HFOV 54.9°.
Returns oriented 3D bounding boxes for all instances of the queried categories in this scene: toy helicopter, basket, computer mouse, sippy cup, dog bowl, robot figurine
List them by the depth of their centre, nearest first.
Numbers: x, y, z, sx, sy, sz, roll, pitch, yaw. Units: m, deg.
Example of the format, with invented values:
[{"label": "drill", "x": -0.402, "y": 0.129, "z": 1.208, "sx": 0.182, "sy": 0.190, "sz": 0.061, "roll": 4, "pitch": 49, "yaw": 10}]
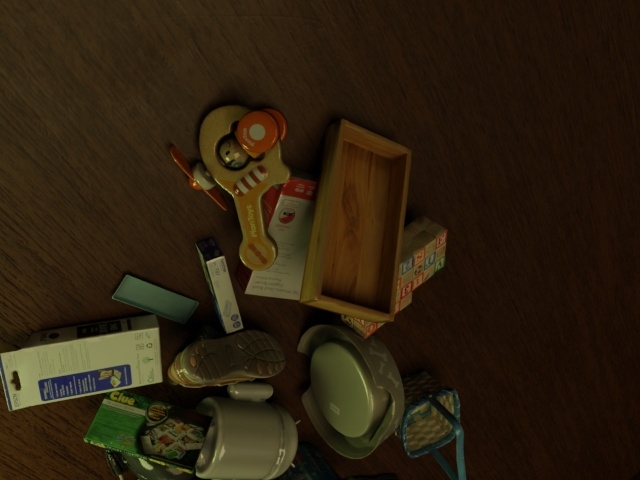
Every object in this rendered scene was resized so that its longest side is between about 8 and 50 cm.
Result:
[{"label": "toy helicopter", "x": -0.172, "y": -0.104, "z": 1.298, "sx": 0.235, "sy": 0.140, "sz": 0.355, "roll": -7, "pitch": 104, "yaw": 7}, {"label": "computer mouse", "x": -0.425, "y": 0.536, "z": 1.475, "sx": 0.072, "sy": 0.272, "sz": 0.188, "roll": -50, "pitch": 139, "yaw": -52}, {"label": "dog bowl", "x": 0.076, "y": 0.374, "z": 1.589, "sx": 0.102, "sy": 0.349, "sz": 0.348, "roll": -12, "pitch": 122, "yaw": -35}, {"label": "robot figurine", "x": -0.206, "y": 0.514, "z": 1.599, "sx": 0.354, "sy": 0.200, "sz": 0.299, "roll": 17, "pitch": 84, "yaw": -32}, {"label": "sippy cup", "x": -0.039, "y": 0.721, "z": 1.783, "sx": 0.240, "sy": 0.224, "sz": 0.305, "roll": -36, "pitch": 126, "yaw": -4}, {"label": "basket", "x": 0.335, "y": 0.555, "z": 1.836, "sx": 0.201, "sy": 0.289, "sz": 0.254, "roll": -21, "pitch": 121, "yaw": -21}]

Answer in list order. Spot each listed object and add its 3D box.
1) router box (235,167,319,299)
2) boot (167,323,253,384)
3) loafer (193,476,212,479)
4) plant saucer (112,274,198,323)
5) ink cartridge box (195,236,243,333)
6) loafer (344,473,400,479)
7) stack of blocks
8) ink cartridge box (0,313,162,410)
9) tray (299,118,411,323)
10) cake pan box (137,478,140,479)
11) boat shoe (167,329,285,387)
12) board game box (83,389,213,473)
[{"label": "router box", "x": 0.000, "y": 0.000, "z": 1.491, "sx": 0.336, "sy": 0.082, "sz": 0.301, "roll": 9, "pitch": 112, "yaw": -31}, {"label": "boot", "x": -0.254, "y": 0.312, "z": 1.553, "sx": 0.189, "sy": 0.076, "sz": 0.208, "roll": -49, "pitch": 133, "yaw": 8}, {"label": "loafer", "x": -0.327, "y": 0.663, "z": 1.625, "sx": 0.080, "sy": 0.220, "sz": 0.078, "roll": -38, "pitch": 98, "yaw": -14}, {"label": "plant saucer", "x": -0.377, "y": 0.135, "z": 1.417, "sx": 0.192, "sy": 0.018, "sz": 0.067, "roll": 28, "pitch": 102, "yaw": -34}, {"label": "ink cartridge box", "x": -0.232, "y": 0.105, "z": 1.423, "sx": 0.046, "sy": 0.097, "sz": 0.207, "roll": -20, "pitch": 124, "yaw": -16}, {"label": "loafer", "x": 0.148, "y": 0.843, "z": 2.022, "sx": 0.303, "sy": 0.095, "sz": 0.109, "roll": 0, "pitch": 116, "yaw": -27}, {"label": "stack of blocks", "x": 0.184, "y": 0.087, "z": 1.535, "sx": 0.297, "sy": 0.087, "sz": 0.171, "roll": -34, "pitch": 140, "yaw": -28}, {"label": "ink cartridge box", "x": -0.529, "y": 0.270, "z": 1.381, "sx": 0.333, "sy": 0.065, "sz": 0.165, "roll": -7, "pitch": 121, "yaw": -22}, {"label": "tray", "x": 0.084, "y": -0.041, "z": 1.363, "sx": 0.203, "sy": 0.076, "sz": 0.410, "roll": 18, "pitch": 69, "yaw": -28}, {"label": "cake pan box", "x": -0.443, "y": 0.733, "z": 1.574, "sx": 0.070, "sy": 0.246, "sz": 0.267, "roll": 29, "pitch": 102, "yaw": -36}, {"label": "boat shoe", "x": -0.218, "y": 0.283, "z": 1.457, "sx": 0.116, "sy": 0.123, "sz": 0.324, "roll": -28, "pitch": 156, "yaw": 34}, {"label": "board game box", "x": -0.396, "y": 0.439, "z": 1.433, "sx": 0.260, "sy": 0.136, "sz": 0.030, "roll": 16, "pitch": 143, "yaw": 3}]
